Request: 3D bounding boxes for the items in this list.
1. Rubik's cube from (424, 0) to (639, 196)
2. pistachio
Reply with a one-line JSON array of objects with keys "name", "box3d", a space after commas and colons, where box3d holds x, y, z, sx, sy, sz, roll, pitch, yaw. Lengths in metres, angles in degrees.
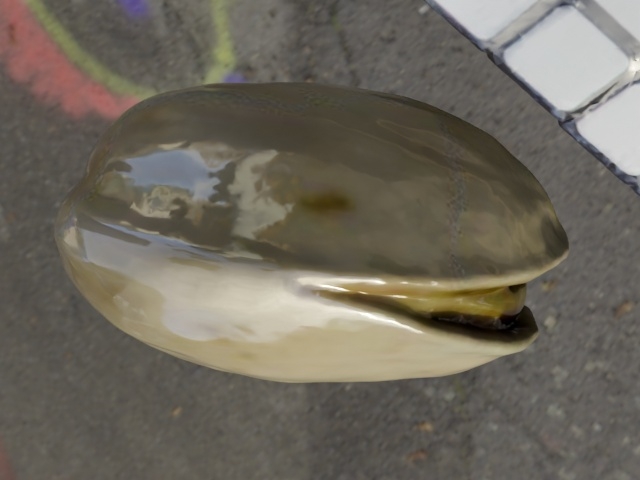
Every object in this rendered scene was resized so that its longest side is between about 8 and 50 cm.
[{"name": "Rubik's cube", "box3d": [0.309, -0.268, 1.049, 0.337, 0.344, 0.343, 37, 132, -18]}, {"name": "pistachio", "box3d": [0.000, 0.000, 0.647, 0.153, 0.237, 0.138, -124, 45, -57]}]
